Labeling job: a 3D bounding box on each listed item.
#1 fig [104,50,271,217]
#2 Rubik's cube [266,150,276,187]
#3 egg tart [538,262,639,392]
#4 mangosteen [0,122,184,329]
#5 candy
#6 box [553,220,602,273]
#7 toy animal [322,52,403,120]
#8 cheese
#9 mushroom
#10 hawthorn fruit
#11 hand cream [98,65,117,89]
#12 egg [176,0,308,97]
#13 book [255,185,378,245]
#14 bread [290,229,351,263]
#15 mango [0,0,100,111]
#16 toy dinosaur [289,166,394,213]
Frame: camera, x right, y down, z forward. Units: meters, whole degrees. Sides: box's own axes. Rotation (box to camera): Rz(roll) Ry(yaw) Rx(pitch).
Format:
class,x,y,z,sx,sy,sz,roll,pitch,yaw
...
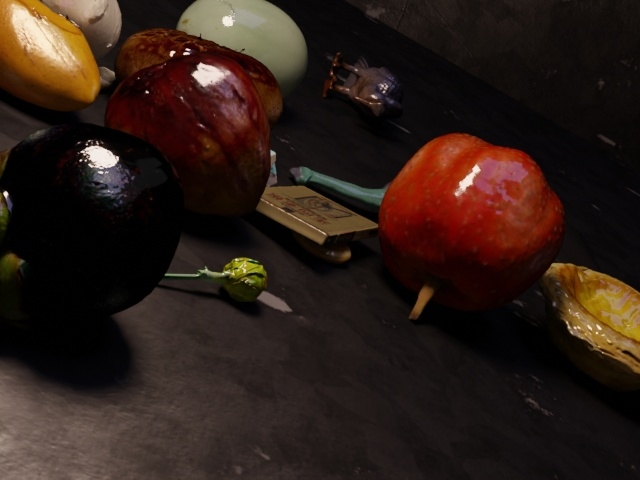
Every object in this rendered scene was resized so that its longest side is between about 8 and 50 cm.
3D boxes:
class,x,y,z,sx,sy,sz,roll,pitch,yaw
fig,-0.180,-0.155,1.658,0.263,0.224,0.224,42,22,10
Rubik's cube,-0.108,-0.115,1.851,0.084,0.075,0.073,13,3,-5
egg tart,0.489,0.164,1.989,0.319,0.128,0.319,25,22,-11
mangosteen,-0.271,-0.016,1.227,0.243,0.243,0.243,27,21,-11
candy,-0.152,0.049,1.472,0.194,0.058,0.062,3,-6,-38
box,0.443,-0.007,2.394,0.290,0.073,0.289,27,21,-12
toy animal,0.103,-0.346,2.633,0.185,0.122,0.298,19,14,-2
cheese,-0.411,-0.357,1.848,0.198,0.154,0.189,-4,7,14
mushroom,-0.201,-0.260,1.930,0.297,0.163,0.278,11,27,-33
hawthorn fruit,0.224,0.000,1.835,0.287,0.287,0.330,33,62,5
hand cream,-0.367,-0.273,1.935,0.057,0.037,0.165,32,13,2
egg,-0.147,-0.364,2.193,0.283,0.203,0.203,19,23,-41
book,-0.014,-0.043,1.835,0.161,0.026,0.231,28,14,19
bread,0.000,0.000,1.816,0.110,0.024,0.110,24,22,-11
mango,-0.430,-0.282,1.711,0.252,0.126,0.154,41,32,6
toy dinosaur,0.130,-0.103,2.164,0.331,0.129,0.383,24,19,4
